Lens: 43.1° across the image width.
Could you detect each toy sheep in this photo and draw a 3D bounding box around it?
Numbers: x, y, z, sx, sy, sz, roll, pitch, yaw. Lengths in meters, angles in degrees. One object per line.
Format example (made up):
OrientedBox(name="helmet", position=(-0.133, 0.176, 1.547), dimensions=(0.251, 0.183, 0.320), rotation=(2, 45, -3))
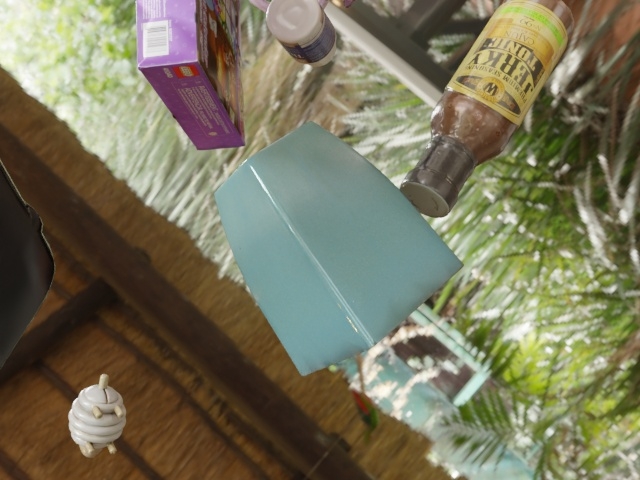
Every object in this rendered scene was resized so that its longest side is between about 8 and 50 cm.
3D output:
OrientedBox(name="toy sheep", position=(-0.325, 0.257, 1.183), dimensions=(0.091, 0.132, 0.091), rotation=(18, -169, -4))

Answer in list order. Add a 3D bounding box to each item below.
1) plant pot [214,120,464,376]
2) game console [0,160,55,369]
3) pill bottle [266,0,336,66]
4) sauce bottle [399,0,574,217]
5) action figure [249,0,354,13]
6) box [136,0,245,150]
OrientedBox(name="plant pot", position=(0.000, 0.000, 0.915), dimensions=(0.234, 0.166, 0.165), rotation=(53, 146, -1))
OrientedBox(name="game console", position=(-0.237, -0.013, 0.242), dimensions=(0.342, 0.060, 0.386), rotation=(-66, -28, -43))
OrientedBox(name="pill bottle", position=(-0.018, -0.257, 0.999), dimensions=(0.067, 0.067, 0.120), rotation=(41, -176, 16))
OrientedBox(name="sauce bottle", position=(0.216, -0.179, 1.049), dimensions=(0.112, 0.344, 0.111), rotation=(27, 158, 12))
OrientedBox(name="action figure", position=(0.062, -0.511, 1.168), dimensions=(0.248, 0.276, 0.369), rotation=(17, -117, -29))
OrientedBox(name="box", position=(-0.124, -0.260, 0.797), dimensions=(0.201, 0.057, 0.293), rotation=(67, -161, -75))
